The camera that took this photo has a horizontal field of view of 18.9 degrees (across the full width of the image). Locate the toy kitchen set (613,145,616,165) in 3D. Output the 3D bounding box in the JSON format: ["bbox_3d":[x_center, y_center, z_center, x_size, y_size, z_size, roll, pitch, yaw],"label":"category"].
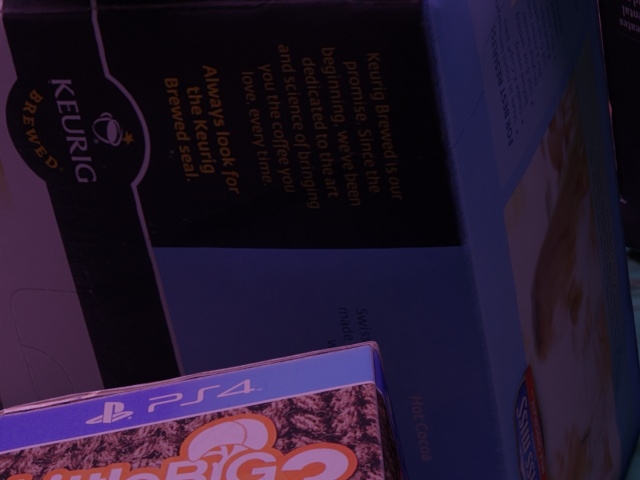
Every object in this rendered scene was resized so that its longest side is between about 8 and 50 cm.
[{"bbox_3d":[0.124,-0.040,1.136,0.075,0.068,0.083,8,37,31],"label":"toy kitchen set"}]

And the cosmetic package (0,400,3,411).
[{"bbox_3d":[-0.223,0.205,0.779,0.197,0.155,0.365,-10,29,-1],"label":"cosmetic package"}]

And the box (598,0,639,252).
[{"bbox_3d":[0.311,-0.150,1.027,0.296,0.294,0.183,-29,36,-25],"label":"box"}]

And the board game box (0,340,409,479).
[{"bbox_3d":[-0.022,0.215,0.609,0.141,0.232,0.291,-10,30,4],"label":"board game box"}]

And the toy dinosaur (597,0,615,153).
[{"bbox_3d":[0.163,-0.144,1.254,0.296,0.127,0.200,-3,22,40],"label":"toy dinosaur"}]

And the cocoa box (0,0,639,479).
[{"bbox_3d":[0.000,0.000,0.842,0.228,0.347,0.231,1,33,22],"label":"cocoa box"}]
